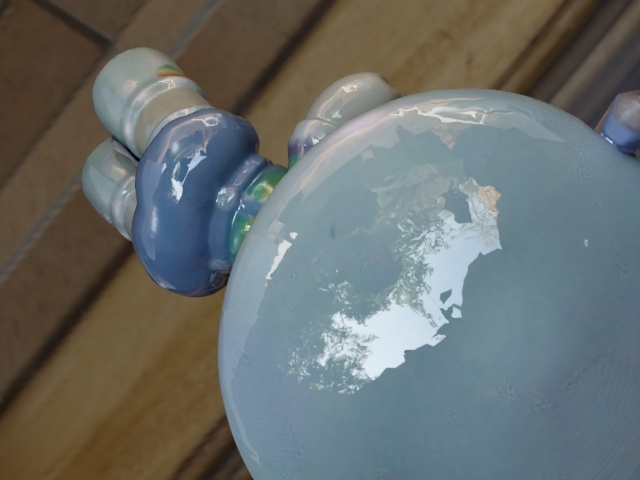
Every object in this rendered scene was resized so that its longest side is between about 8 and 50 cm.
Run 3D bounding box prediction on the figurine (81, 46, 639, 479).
[{"bbox_3d":[-0.007,0.029,0.760,0.205,0.382,0.224,-6,103,-40],"label":"figurine"}]
